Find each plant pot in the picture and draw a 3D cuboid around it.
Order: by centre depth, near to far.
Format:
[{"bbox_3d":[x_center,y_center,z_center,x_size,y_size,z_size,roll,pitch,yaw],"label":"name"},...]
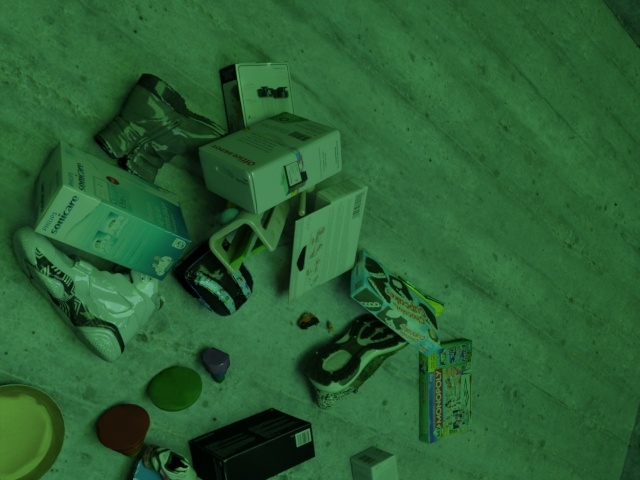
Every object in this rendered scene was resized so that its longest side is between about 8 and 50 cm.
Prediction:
[{"bbox_3d":[-0.670,0.422,1.428,0.236,0.032,0.236,-1,92,-38],"label":"plant pot"}]

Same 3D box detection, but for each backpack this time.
[{"bbox_3d":[-0.260,0.097,1.674,0.158,0.117,0.173,-47,116,-27],"label":"backpack"}]

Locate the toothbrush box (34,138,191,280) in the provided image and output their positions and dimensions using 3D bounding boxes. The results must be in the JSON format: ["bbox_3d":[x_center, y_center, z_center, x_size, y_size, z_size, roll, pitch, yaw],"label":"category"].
[{"bbox_3d":[-0.452,-0.064,1.450,0.296,0.216,0.126,26,110,-33],"label":"toothbrush box"}]

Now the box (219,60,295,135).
[{"bbox_3d":[-0.153,-0.318,1.764,0.169,0.087,0.289,-14,100,-36],"label":"box"}]

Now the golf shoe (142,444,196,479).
[{"bbox_3d":[-0.348,0.555,1.617,0.186,0.086,0.067,55,47,-47],"label":"golf shoe"}]

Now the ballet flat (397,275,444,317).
[{"bbox_3d":[0.309,0.192,2.134,0.231,0.077,0.077,32,89,-35],"label":"ballet flat"}]

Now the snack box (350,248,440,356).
[{"bbox_3d":[0.221,0.184,1.977,0.322,0.060,0.187,39,27,-20],"label":"snack box"}]

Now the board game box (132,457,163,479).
[{"bbox_3d":[-0.422,0.595,1.612,0.133,0.033,0.168,42,57,-52],"label":"board game box"}]

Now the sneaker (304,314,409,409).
[{"bbox_3d":[0.113,0.360,1.980,0.410,0.158,0.182,-24,136,-36],"label":"sneaker"}]

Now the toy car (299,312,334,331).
[{"bbox_3d":[-0.015,0.239,1.924,0.122,0.060,0.040,36,25,-49],"label":"toy car"}]

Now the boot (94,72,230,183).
[{"bbox_3d":[-0.359,-0.218,1.615,0.338,0.118,0.222,37,79,-30],"label":"boot"}]

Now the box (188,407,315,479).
[{"bbox_3d":[-0.173,0.532,1.708,0.261,0.184,0.103,-13,101,-36],"label":"box"}]

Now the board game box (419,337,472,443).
[{"bbox_3d":[0.421,0.498,2.238,0.214,0.046,0.317,-2,92,-38],"label":"board game box"}]

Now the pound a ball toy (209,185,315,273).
[{"bbox_3d":[-0.142,-0.082,1.642,0.135,0.208,0.319,53,20,-18],"label":"pound a ball toy"}]

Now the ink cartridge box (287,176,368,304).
[{"bbox_3d":[0.000,0.000,1.805,0.261,0.066,0.296,-27,140,-35],"label":"ink cartridge box"}]

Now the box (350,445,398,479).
[{"bbox_3d":[0.163,0.689,2.013,0.102,0.101,0.087,-13,100,-36],"label":"box"}]

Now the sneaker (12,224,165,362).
[{"bbox_3d":[-0.501,0.079,1.487,0.210,0.137,0.365,-44,120,-28],"label":"sneaker"}]

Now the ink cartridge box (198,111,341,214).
[{"bbox_3d":[-0.117,-0.192,1.596,0.278,0.201,0.117,-31,131,-34],"label":"ink cartridge box"}]

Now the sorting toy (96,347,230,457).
[{"bbox_3d":[-0.365,0.409,1.634,0.366,0.127,0.126,-35,140,-34],"label":"sorting toy"}]
